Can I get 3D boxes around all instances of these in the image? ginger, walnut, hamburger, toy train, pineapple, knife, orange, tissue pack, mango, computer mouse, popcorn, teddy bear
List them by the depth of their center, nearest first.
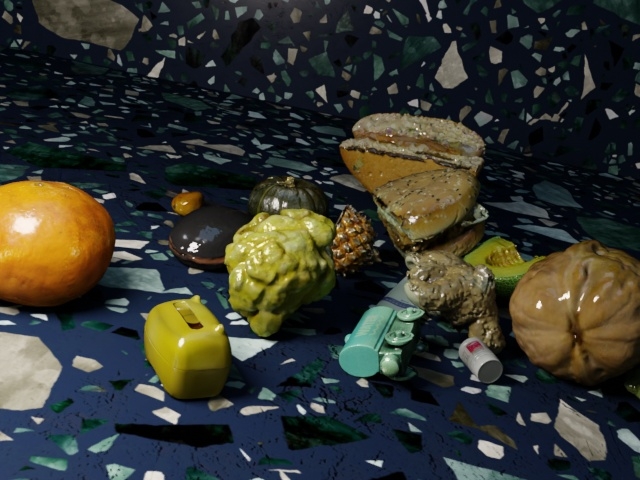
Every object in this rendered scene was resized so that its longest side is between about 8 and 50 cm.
[{"bbox_3d":[-0.228,0.177,1.409,0.123,0.127,0.178,-2,24,-30],"label":"tissue pack"},{"bbox_3d":[-0.537,0.000,1.568,0.284,0.226,0.284,7,15,-2],"label":"orange"},{"bbox_3d":[0.125,0.200,1.626,0.159,0.101,0.248,1,16,17],"label":"toy train"},{"bbox_3d":[-0.084,0.058,1.661,0.235,0.241,0.250,16,23,1],"label":"popcorn"},{"bbox_3d":[0.566,0.146,1.740,0.306,0.306,0.344,21,14,23],"label":"walnut"},{"bbox_3d":[0.721,0.279,1.755,0.137,0.089,0.290,29,23,20],"label":"ginger"},{"bbox_3d":[0.284,0.107,1.798,0.267,0.156,0.256,35,0,-21],"label":"teddy bear"},{"bbox_3d":[-0.227,-0.018,1.963,0.183,0.116,0.323,25,22,19],"label":"computer mouse"},{"bbox_3d":[0.088,0.017,1.995,0.137,0.161,0.176,25,36,4],"label":"pineapple"},{"bbox_3d":[-0.347,-0.099,2.186,0.080,0.060,0.114,4,17,25],"label":"mango"},{"bbox_3d":[0.301,-0.070,2.193,0.277,0.195,0.318,-23,24,-9],"label":"hamburger"},{"bbox_3d":[-0.310,-0.098,2.275,0.245,0.019,0.072,20,17,13],"label":"knife"},{"bbox_3d":[0.294,-0.231,2.610,0.445,0.287,0.268,11,42,14],"label":"hamburger"}]

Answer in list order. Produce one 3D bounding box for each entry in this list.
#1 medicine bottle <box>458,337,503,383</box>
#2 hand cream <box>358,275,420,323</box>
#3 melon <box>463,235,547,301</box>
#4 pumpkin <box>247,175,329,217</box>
[{"bbox_3d":[0.322,0.241,1.657,0.058,0.058,0.091,5,21,-19],"label":"medicine bottle"},{"bbox_3d":[0.196,0.144,1.884,0.109,0.067,0.321,20,29,18],"label":"hand cream"},{"bbox_3d":[0.459,0.098,2.059,0.169,0.129,0.265,-20,22,-14],"label":"melon"},{"bbox_3d":[-0.084,-0.093,2.177,0.224,0.157,0.223,6,18,-2],"label":"pumpkin"}]
